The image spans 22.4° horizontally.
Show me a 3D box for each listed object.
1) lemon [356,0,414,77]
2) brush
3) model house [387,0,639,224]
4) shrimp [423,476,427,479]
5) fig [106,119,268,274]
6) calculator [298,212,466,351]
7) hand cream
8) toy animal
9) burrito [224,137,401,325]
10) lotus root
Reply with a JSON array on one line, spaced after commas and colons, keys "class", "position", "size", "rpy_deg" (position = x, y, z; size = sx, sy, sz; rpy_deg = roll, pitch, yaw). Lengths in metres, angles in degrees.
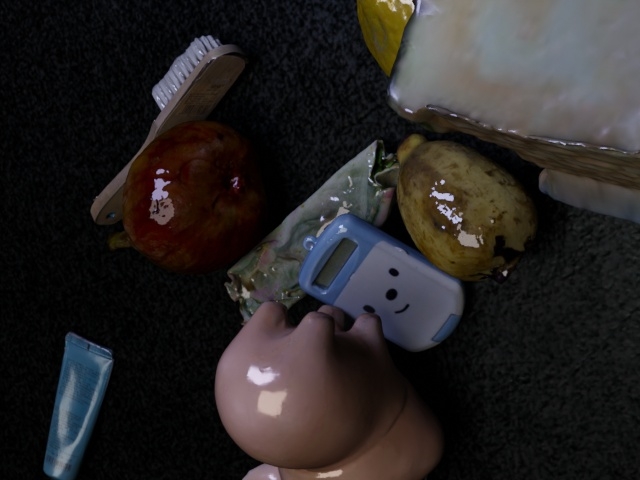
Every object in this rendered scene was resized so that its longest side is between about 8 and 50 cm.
[{"class": "lemon", "position": [0.153, -0.254, 1.702], "size": [0.253, 0.228, 0.229], "rpy_deg": [-1, 106, -11]}, {"class": "brush", "position": [-0.204, -0.143, 2.052], "size": [0.327, 0.070, 0.065], "rpy_deg": [-49, 59, 31]}, {"class": "model house", "position": [0.367, -0.222, 1.501], "size": [0.395, 0.400, 0.446], "rpy_deg": [13, 81, 50]}, {"class": "shrimp", "position": [0.084, 0.354, 2.019], "size": [0.174, 0.076, 0.082], "rpy_deg": [-40, 41, 36]}, {"class": "fig", "position": [-0.167, -0.030, 2.030], "size": [0.191, 0.190, 0.290], "rpy_deg": [51, 158, 9]}, {"class": "calculator", "position": [0.071, 0.051, 1.914], "size": [0.210, 0.039, 0.121], "rpy_deg": [30, 119, -8]}, {"class": "hand cream", "position": [-0.343, 0.241, 2.244], "size": [0.083, 0.048, 0.224], "rpy_deg": [23, 107, 23]}, {"class": "toy animal", "position": [0.008, 0.210, 1.871], "size": [0.237, 0.326, 0.269], "rpy_deg": [17, 92, 41]}, {"class": "burrito", "position": [-0.001, -0.003, 1.963], "size": [0.309, 0.066, 0.096], "rpy_deg": [-44, 78, 28]}, {"class": "lotus root", "position": [0.155, -0.041, 1.834], "size": [0.214, 0.138, 0.138], "rpy_deg": [44, 120, 26]}]
